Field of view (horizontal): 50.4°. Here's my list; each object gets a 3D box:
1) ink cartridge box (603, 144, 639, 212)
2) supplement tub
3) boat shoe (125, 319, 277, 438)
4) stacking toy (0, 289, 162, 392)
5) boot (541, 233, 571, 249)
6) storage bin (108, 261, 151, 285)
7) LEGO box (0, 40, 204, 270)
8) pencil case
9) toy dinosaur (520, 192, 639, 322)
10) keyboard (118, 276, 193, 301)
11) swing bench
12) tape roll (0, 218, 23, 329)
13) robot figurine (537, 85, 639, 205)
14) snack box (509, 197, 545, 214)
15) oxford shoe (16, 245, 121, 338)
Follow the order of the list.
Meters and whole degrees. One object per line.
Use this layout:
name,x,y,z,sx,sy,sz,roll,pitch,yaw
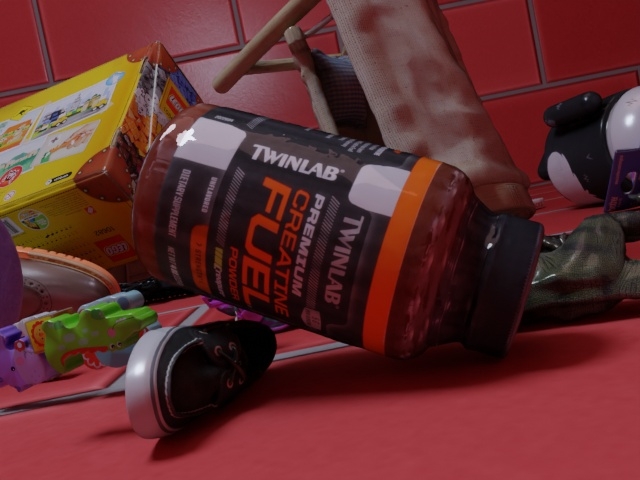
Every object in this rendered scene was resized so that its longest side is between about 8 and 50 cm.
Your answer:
ink cartridge box,0.534,-0.124,0.890,0.311,0.065,0.186,-13,-25,13
supplement tub,0.010,-0.002,0.358,0.198,0.106,0.106,16,11,15
boat shoe,-0.056,0.063,0.353,0.040,0.049,0.142,-10,1,9
stacking toy,-0.161,0.069,0.435,0.221,0.052,0.167,-17,2,17
boot,0.164,0.015,0.580,0.106,0.037,0.114,-11,-1,36
storage bin,-0.382,0.037,1.422,0.260,0.123,0.262,-13,4,-25
LEGO box,-0.486,-0.110,1.248,0.500,0.193,0.372,-16,43,20
pencil case,-0.061,0.042,0.606,0.070,0.064,0.151,-38,10,-15
toy dinosaur,0.162,0.011,0.406,0.268,0.064,0.118,-9,18,30
keyboard,-0.270,0.088,1.006,0.192,0.038,0.100,-12,-21,15
swing bench,0.047,-0.102,0.588,0.165,0.253,0.254,-14,-12,-27
tape roll,-0.347,0.039,0.546,0.080,0.189,0.189,-9,3,34
robot figurine,0.487,-0.153,1.119,0.209,0.174,0.278,-10,-3,-21
snack box,0.373,-0.060,1.351,0.178,0.022,0.064,-14,5,-43
oxford shoe,-0.397,0.096,0.715,0.363,0.130,0.133,-6,33,-7
